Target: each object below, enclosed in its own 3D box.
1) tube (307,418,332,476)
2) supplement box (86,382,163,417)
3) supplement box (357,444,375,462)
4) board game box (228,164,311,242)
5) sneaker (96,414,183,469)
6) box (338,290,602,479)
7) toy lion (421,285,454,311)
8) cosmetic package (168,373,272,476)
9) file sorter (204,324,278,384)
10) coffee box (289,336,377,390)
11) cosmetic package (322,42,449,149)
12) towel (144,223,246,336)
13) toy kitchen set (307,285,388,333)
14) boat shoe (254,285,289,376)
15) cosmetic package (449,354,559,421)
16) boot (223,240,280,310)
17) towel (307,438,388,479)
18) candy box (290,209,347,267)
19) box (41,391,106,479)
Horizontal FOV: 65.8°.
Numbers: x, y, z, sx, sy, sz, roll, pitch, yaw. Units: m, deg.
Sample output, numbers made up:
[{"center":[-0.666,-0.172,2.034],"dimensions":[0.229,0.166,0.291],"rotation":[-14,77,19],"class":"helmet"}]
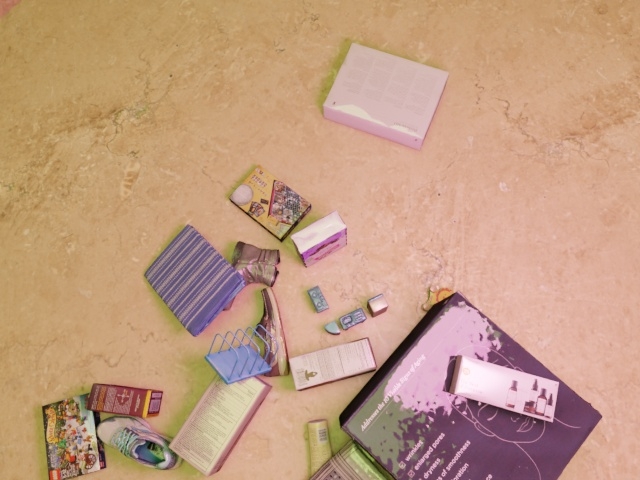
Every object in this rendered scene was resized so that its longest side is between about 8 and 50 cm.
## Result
[{"center":[0.003,0.659,1.467],"dimensions":[0.070,0.062,0.240],"rotation":[-20,73,43],"class":"tube"},{"center":[-0.599,0.492,1.524],"dimensions":[0.188,0.104,0.081],"rotation":[5,73,5],"class":"supplement box"},{"center":[0.109,0.645,1.460],"dimensions":[0.083,0.056,0.083],"rotation":[36,78,13],"class":"supplement box"},{"center":[-0.174,-0.131,1.720],"dimensions":[0.243,0.042,0.165],"rotation":[39,79,13],"class":"board game box"},{"center":[-0.548,0.599,1.479],"dimensions":[0.283,0.122,0.110],"rotation":[17,75,9],"class":"sneaker"},{"center":[0.379,0.482,1.361],"dimensions":[0.472,0.297,0.480],"rotation":[42,80,9],"class":"box"},{"center":[0.386,0.195,1.596],"dimensions":[0.096,0.034,0.100],"rotation":[25,76,3],"class":"toy lion"},{"center":[-0.292,0.524,1.484],"dimensions":[0.153,0.129,0.296],"rotation":[32,78,14],"class":"cosmetic package"},{"center":[-0.224,0.325,1.446],"dimensions":[0.118,0.170,0.104],"rotation":[38,114,32],"class":"file sorter"},{"center":[0.040,0.378,1.503],"dimensions":[0.246,0.141,0.098],"rotation":[-15,72,-2],"class":"coffee box"},{"center":[0.235,-0.522,1.787],"dimensions":[0.377,0.097,0.284],"rotation":[22,74,10],"class":"cosmetic package"},{"center":[-0.413,0.123,1.609],"dimensions":[0.243,0.040,0.336],"rotation":[-48,58,-2],"class":"towel"},{"center":[0.084,0.187,1.566],"dimensions":[0.207,0.122,0.166],"rotation":[-25,73,-5],"class":"toy kitchen set"},{"center":[-0.163,0.289,1.563],"dimensions":[0.092,0.103,0.285],"rotation":[-11,79,-5],"class":"boat shoe"},{"center":[0.448,0.361,1.213],"dimensions":[0.239,0.060,0.099],"rotation":[15,75,4],"class":"cosmetic package"},{"center":[-0.228,0.127,1.629],"dimensions":[0.161,0.083,0.247],"rotation":[16,76,2],"class":"boot"},{"center":[0.090,0.783,1.382],"dimensions":[0.312,0.056,0.324],"rotation":[-45,79,3],"class":"towel"},{"center":[0.000,0.000,1.589],"dimensions":[0.164,0.196,0.070],"rotation":[-30,74,-5],"class":"candy box"},{"center":[-0.763,0.607,1.530],"dimensions":[0.159,0.044,0.233],"rotation":[-16,73,-2],"class":"box"}]
